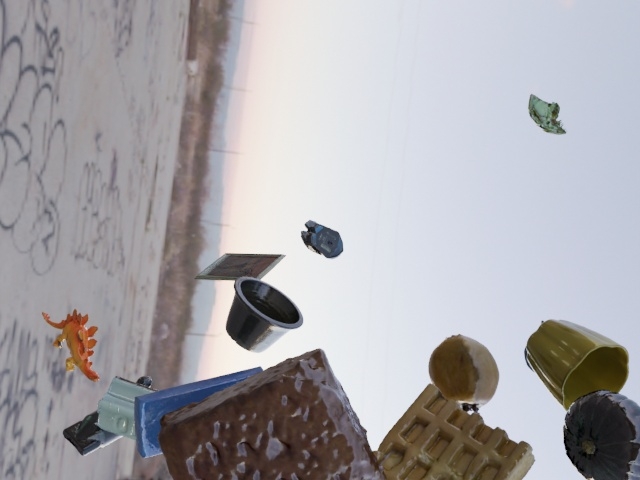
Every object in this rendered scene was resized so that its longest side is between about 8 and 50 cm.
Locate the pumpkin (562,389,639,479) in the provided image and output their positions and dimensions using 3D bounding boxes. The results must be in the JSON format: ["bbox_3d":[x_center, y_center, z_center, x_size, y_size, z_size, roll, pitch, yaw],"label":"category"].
[{"bbox_3d":[0.574,0.397,1.427,0.194,0.150,0.194,55,-23,37],"label":"pumpkin"}]

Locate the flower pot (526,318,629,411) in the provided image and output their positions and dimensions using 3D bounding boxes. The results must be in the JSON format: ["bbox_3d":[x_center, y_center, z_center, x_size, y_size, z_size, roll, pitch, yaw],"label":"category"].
[{"bbox_3d":[0.590,0.281,1.679,0.179,0.195,0.195,-132,-133,-57],"label":"flower pot"}]

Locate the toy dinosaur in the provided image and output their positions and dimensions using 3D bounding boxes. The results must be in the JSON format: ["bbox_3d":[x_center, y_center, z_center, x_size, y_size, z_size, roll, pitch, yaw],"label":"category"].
[{"bbox_3d":[-0.587,0.227,1.715,0.288,0.070,0.117,43,-73,36],"label":"toy dinosaur"}]

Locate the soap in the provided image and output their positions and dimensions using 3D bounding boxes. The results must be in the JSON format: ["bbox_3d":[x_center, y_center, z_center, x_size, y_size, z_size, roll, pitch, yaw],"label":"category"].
[{"bbox_3d":[-0.466,0.477,1.932,0.094,0.262,0.150,-76,-174,-55],"label":"soap"}]

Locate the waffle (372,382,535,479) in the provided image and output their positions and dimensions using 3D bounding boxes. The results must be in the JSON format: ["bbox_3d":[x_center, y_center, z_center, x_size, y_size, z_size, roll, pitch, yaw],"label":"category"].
[{"bbox_3d":[0.305,0.544,1.742,0.348,0.304,0.077,25,-31,40],"label":"waffle"}]

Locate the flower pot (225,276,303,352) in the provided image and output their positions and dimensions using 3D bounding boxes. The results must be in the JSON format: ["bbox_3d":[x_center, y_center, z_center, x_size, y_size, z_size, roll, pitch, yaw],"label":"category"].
[{"bbox_3d":[-0.185,0.231,2.097,0.148,0.235,0.235,-55,-158,18],"label":"flower pot"}]

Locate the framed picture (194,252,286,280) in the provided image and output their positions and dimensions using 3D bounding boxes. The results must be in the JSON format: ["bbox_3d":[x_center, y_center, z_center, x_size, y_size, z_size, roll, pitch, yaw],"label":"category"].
[{"bbox_3d":[-0.288,0.092,2.578,0.216,0.274,0.016,-44,129,-55],"label":"framed picture"}]

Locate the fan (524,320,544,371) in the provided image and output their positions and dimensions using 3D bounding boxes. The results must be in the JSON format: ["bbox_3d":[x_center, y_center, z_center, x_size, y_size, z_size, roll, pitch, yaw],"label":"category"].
[{"bbox_3d":[0.686,0.333,2.224,0.113,0.005,0.175,10,-78,45],"label":"fan"}]

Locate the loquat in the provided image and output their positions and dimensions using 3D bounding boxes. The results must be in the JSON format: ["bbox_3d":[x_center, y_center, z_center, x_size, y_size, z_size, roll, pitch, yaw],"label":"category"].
[{"bbox_3d":[0.403,0.381,2.021,0.187,0.176,0.234,-36,-116,39],"label":"loquat"}]

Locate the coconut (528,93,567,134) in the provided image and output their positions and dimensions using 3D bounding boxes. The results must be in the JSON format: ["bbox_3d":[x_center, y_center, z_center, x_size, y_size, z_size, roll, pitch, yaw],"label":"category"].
[{"bbox_3d":[0.675,-0.376,2.146,0.055,0.158,0.133,-38,-178,41],"label":"coconut"}]

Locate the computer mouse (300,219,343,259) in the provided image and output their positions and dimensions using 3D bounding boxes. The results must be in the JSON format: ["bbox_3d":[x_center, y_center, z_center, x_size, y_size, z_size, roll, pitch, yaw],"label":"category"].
[{"bbox_3d":[0.000,0.000,1.835,0.047,0.135,0.079,-11,-129,55],"label":"computer mouse"}]

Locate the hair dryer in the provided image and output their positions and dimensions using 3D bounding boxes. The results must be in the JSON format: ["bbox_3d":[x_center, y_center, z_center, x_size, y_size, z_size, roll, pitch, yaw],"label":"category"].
[{"bbox_3d":[-0.617,0.512,2.155,0.116,0.244,0.302,48,-52,14],"label":"hair dryer"}]

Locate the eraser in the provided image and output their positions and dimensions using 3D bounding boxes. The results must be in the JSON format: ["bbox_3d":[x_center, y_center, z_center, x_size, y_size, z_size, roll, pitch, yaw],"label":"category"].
[{"bbox_3d":[-0.269,0.390,1.642,0.043,0.312,0.144,26,-61,54],"label":"eraser"}]

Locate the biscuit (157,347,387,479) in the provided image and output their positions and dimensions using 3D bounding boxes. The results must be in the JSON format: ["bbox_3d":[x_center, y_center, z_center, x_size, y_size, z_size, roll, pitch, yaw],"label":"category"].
[{"bbox_3d":[-0.102,0.445,1.461,0.342,0.395,0.166,64,3,-1],"label":"biscuit"}]
